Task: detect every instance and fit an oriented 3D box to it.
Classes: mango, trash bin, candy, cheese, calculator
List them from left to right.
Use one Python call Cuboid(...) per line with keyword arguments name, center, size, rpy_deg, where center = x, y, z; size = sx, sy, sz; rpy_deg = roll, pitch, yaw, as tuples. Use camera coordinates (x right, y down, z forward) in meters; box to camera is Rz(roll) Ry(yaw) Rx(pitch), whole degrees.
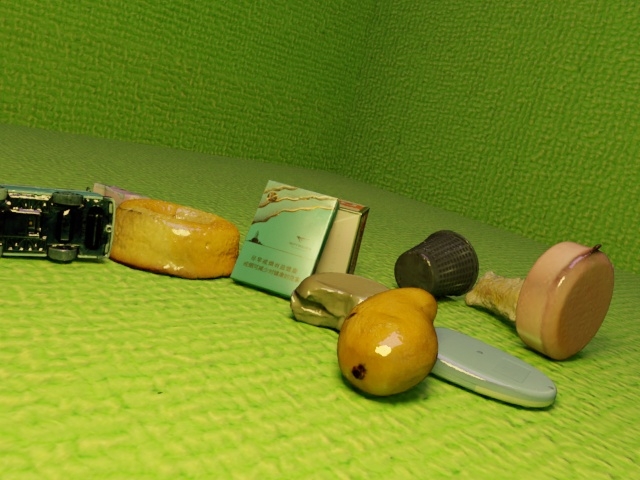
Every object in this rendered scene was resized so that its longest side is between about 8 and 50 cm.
Cuboid(name="candy", center=(-0.488, -0.079, 1.472), size=(0.160, 0.092, 0.073), rpy_deg=(19, 7, 34))
Cuboid(name="cheese", center=(0.043, 0.120, 1.131), size=(0.203, 0.091, 0.175), rpy_deg=(10, 13, -7))
Cuboid(name="mango", center=(0.113, 0.156, 0.954), size=(0.157, 0.108, 0.262), rpy_deg=(7, 19, 23))
Cuboid(name="trash bin", center=(0.275, 0.072, 1.485), size=(0.175, 0.175, 0.161), rpy_deg=(23, 26, 38))
Cuboid(name="calculator", center=(0.259, 0.211, 1.057), size=(0.303, 0.042, 0.188), rpy_deg=(22, 15, 25))
Cuboid(name="candy", center=(0.510, 0.118, 1.249), size=(0.255, 0.255, 0.094), rpy_deg=(4, 15, -39))

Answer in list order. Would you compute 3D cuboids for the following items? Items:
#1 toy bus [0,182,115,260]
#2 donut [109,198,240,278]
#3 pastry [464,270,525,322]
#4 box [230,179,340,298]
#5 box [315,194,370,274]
Cuboid(name="toy bus", center=(-0.543, -0.043, 1.140), size=(0.272, 0.133, 0.165), rpy_deg=(3, 11, -32))
Cuboid(name="donut", center=(-0.315, -0.012, 1.309), size=(0.303, 0.110, 0.303), rpy_deg=(14, 11, -3))
Cuboid(name="pastry", center=(0.438, 0.137, 1.418), size=(0.089, 0.121, 0.258), rpy_deg=(44, -10, -9))
Cuboid(name="box", center=(-0.071, -0.001, 1.258), size=(0.162, 0.229, 0.041), rpy_deg=(16, -16, 13))
Cuboid(name="box", center=(0.000, 0.000, 1.386), size=(0.178, 0.194, 0.148), rpy_deg=(14, 11, 9))
